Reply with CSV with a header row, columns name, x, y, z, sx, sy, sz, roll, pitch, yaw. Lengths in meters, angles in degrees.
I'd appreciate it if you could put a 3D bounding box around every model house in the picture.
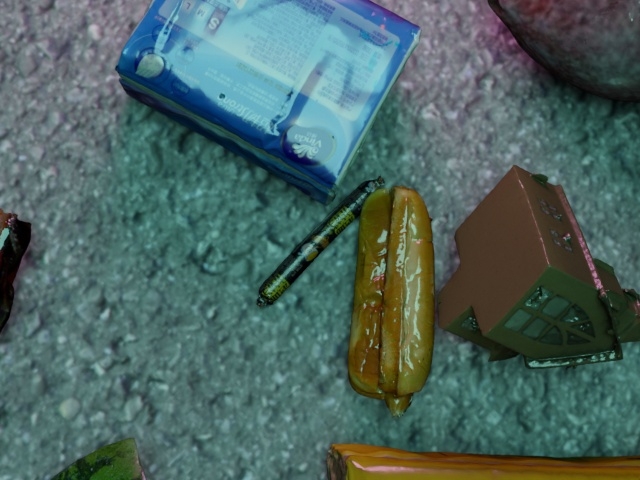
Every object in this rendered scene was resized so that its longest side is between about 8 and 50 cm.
name,x,y,z,sx,sy,sz,roll,pitch,yaw
model house,0.265,0.072,1.282,0.248,0.181,0.176,26,122,-25

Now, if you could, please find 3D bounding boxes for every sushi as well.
name,x,y,z,sx,sy,sz,roll,pitch,yaw
sushi,-0.378,0.070,1.249,0.097,0.103,0.226,23,76,-27

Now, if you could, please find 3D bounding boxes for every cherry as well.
name,x,y,z,sx,sy,sz,roll,pitch,yaw
cherry,0.330,-0.263,1.293,0.300,0.203,0.230,1,86,6

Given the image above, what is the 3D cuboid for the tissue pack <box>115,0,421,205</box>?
name,x,y,z,sx,sy,sz,roll,pitch,yaw
tissue pack,-0.056,-0.189,1.282,0.263,0.146,0.198,29,82,0

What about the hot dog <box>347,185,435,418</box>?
name,x,y,z,sx,sy,sz,roll,pitch,yaw
hot dog,0.082,0.065,1.286,0.076,0.102,0.249,15,73,-44

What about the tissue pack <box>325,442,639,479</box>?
name,x,y,z,sx,sy,sz,roll,pitch,yaw
tissue pack,0.195,0.352,1.174,0.381,0.228,0.293,2,80,-2

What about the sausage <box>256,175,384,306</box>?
name,x,y,z,sx,sy,sz,roll,pitch,yaw
sausage,0.000,0.000,1.318,0.028,0.025,0.198,45,82,6

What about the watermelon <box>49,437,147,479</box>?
name,x,y,z,sx,sy,sz,roll,pitch,yaw
watermelon,-0.224,0.327,1.182,0.146,0.128,0.231,-12,67,-13
